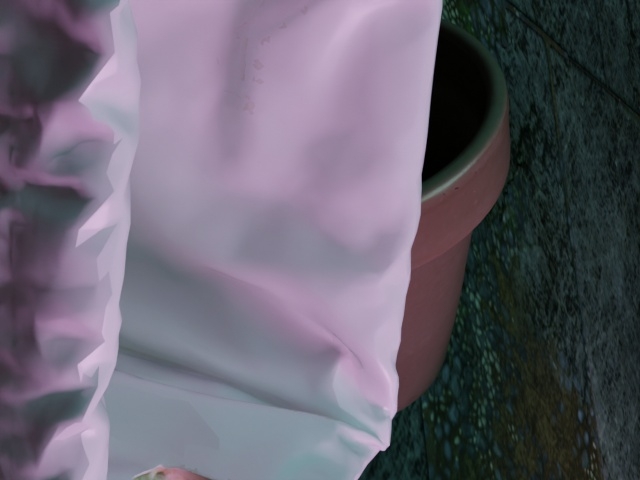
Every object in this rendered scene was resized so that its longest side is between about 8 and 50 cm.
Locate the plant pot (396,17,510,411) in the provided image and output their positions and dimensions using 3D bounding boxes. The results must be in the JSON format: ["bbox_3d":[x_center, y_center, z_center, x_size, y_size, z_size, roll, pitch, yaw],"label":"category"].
[{"bbox_3d":[0.000,0.000,1.068,0.263,0.263,0.229,-70,158,-48],"label":"plant pot"}]

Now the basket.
[{"bbox_3d":[-0.123,-0.027,0.652,0.328,0.266,0.331,-38,138,-62],"label":"basket"}]
